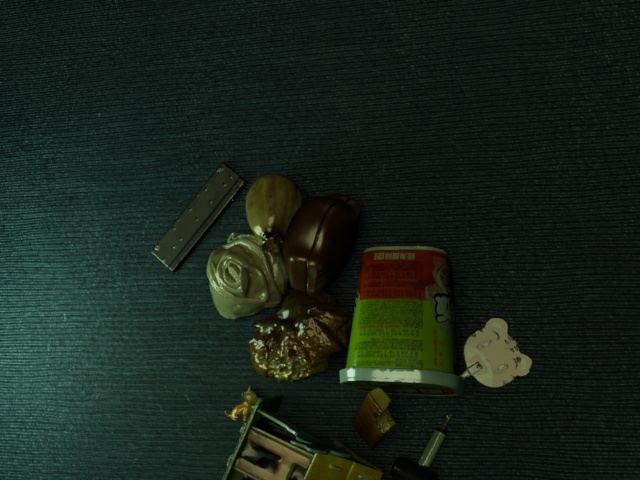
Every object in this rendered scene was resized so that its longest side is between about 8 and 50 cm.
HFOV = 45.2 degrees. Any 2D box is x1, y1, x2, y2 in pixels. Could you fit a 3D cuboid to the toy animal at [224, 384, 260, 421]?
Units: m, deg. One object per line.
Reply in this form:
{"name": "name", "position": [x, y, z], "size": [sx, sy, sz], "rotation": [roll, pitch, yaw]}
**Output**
{"name": "toy animal", "position": [-0.190, 0.399, 1.890], "size": [0.081, 0.060, 0.083], "rotation": [8, 90, 15]}

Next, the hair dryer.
{"name": "hair dryer", "position": [0.248, 0.478, 1.760], "size": [0.100, 0.057, 0.197], "rotation": [20, 69, 42]}

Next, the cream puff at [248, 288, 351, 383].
{"name": "cream puff", "position": [-0.051, 0.229, 1.812], "size": [0.269, 0.241, 0.155], "rotation": [-34, 115, 8]}

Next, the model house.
{"name": "model house", "position": [-0.057, 0.543, 1.683], "size": [0.324, 0.340, 0.300], "rotation": [22, 87, 14]}

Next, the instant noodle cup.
{"name": "instant noodle cup", "position": [0.190, 0.183, 1.736], "size": [0.294, 0.294, 0.308], "rotation": [-1, 72, 15]}

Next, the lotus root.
{"name": "lotus root", "position": [-0.108, -0.073, 1.889], "size": [0.140, 0.154, 0.257], "rotation": [-21, 42, 15]}

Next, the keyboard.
{"name": "keyboard", "position": [-0.320, -0.060, 2.030], "size": [0.101, 0.018, 0.310], "rotation": [39, 91, 20]}

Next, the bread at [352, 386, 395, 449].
{"name": "bread", "position": [0.124, 0.399, 1.722], "size": [0.049, 0.226, 0.088], "rotation": [-29, 70, -21]}

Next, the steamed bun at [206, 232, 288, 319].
{"name": "steamed bun", "position": [-0.190, 0.076, 1.904], "size": [0.218, 0.144, 0.211], "rotation": [-14, 76, 11]}

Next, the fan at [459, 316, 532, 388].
{"name": "fan", "position": [0.366, 0.291, 1.787], "size": [0.227, 0.008, 0.152], "rotation": [-34, 73, 5]}

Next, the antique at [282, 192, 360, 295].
{"name": "antique", "position": [0.000, 0.000, 1.816], "size": [0.129, 0.223, 0.278], "rotation": [16, 48, 17]}
